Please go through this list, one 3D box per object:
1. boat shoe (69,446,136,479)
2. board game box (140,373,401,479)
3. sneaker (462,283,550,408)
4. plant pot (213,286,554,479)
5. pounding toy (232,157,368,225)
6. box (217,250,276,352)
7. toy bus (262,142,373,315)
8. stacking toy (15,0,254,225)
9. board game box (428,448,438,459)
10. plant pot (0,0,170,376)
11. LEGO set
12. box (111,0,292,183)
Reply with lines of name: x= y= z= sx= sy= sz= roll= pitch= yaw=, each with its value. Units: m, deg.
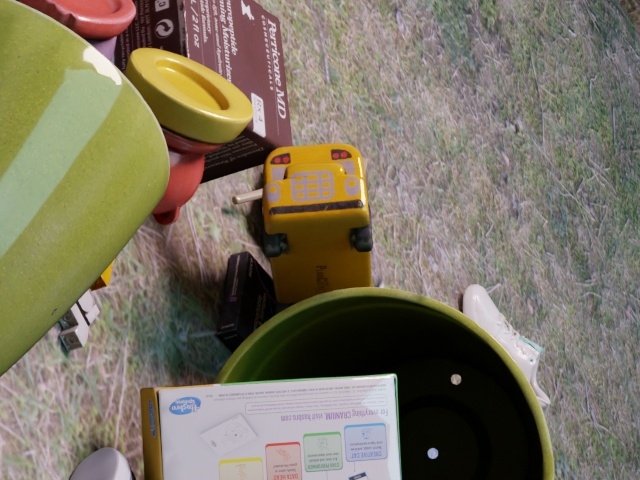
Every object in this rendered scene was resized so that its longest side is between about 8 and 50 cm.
boat shoe: x=-0.198 y=0.287 z=1.488 sx=0.076 sy=0.080 sz=0.228 roll=55 pitch=23 yaw=-31
board game box: x=-0.040 y=0.288 z=1.586 sx=0.242 sy=0.064 sz=0.316 roll=-1 pitch=84 yaw=-20
sneaker: x=0.280 y=0.158 z=2.510 sx=0.080 sy=0.094 sz=0.212 roll=-34 pitch=105 yaw=-62
plant pot: x=0.093 y=0.239 z=1.834 sx=0.353 sy=0.366 sz=0.366 roll=12 pitch=63 yaw=-74
pounding toy: x=-0.021 y=-0.047 z=1.995 sx=0.130 sy=0.141 sz=0.100 roll=-77 pitch=170 yaw=-47
box: x=-0.059 y=0.104 z=1.929 sx=0.162 sy=0.029 sz=0.116 roll=49 pitch=34 yaw=-39
toy bus: x=0.000 y=0.000 z=1.793 sx=0.333 sy=0.108 sz=0.130 roll=84 pitch=3 yaw=-65
stacking toy: x=-0.249 y=-0.144 z=1.506 sx=0.279 sy=0.130 sz=0.309 roll=3 pitch=32 yaw=-48
board game box: x=0.112 y=0.208 z=2.177 sx=0.194 sy=0.060 sz=0.194 roll=63 pitch=27 yaw=-23
plant pot: x=-0.297 y=0.007 z=1.281 sx=0.275 sy=0.275 sz=0.293 roll=53 pitch=48 yaw=-36
LEGO set: x=-0.236 y=-0.023 z=1.579 sx=0.227 sy=0.087 sz=0.093 roll=65 pitch=27 yaw=-19
box: x=-0.154 y=-0.169 z=1.740 sx=0.203 sy=0.167 sz=0.168 roll=27 pitch=51 yaw=-57
